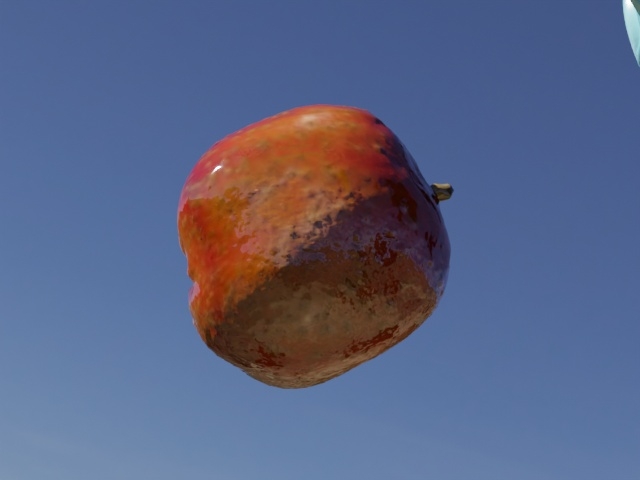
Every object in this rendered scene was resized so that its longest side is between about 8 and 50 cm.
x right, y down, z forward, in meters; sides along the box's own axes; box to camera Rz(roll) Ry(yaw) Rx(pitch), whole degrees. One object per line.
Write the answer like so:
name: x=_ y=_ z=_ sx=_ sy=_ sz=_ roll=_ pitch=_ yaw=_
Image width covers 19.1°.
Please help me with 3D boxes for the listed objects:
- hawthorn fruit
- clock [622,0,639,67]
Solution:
hawthorn fruit: x=0.000 y=0.000 z=1.852 sx=0.299 sy=0.275 sz=0.275 roll=-21 pitch=-5 yaw=-15
clock: x=0.474 y=-0.265 z=2.441 sx=0.094 sy=0.224 sz=0.274 roll=-19 pitch=-49 yaw=30
